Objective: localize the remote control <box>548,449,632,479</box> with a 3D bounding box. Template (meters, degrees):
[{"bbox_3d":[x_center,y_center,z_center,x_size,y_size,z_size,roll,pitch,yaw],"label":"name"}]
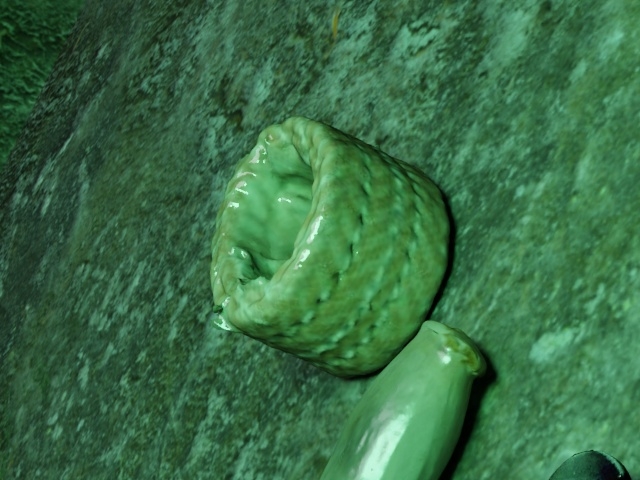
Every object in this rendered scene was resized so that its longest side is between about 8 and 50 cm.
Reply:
[{"bbox_3d":[0.154,0.261,1.084,0.090,0.066,0.266,-9,51,43],"label":"remote control"}]

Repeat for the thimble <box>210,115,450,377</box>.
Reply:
[{"bbox_3d":[0.004,0.000,1.508,0.196,0.148,0.229,-42,34,35],"label":"thimble"}]

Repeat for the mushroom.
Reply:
[{"bbox_3d":[0.031,0.218,1.302,0.109,0.097,0.351,-8,55,59],"label":"mushroom"}]
